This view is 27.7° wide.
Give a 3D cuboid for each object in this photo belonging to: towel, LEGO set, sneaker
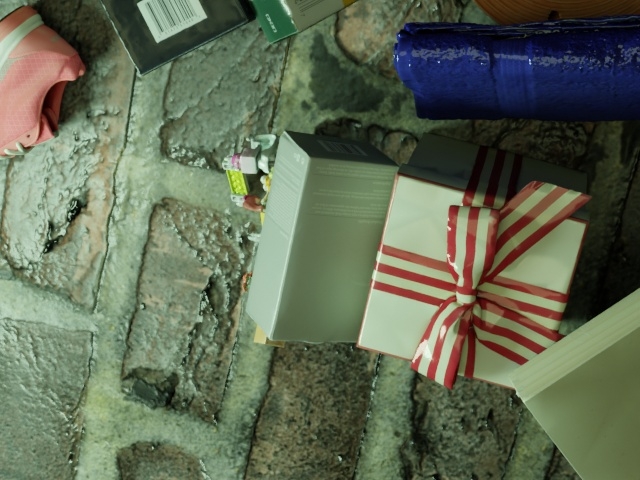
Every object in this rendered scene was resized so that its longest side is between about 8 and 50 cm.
[{"bbox_3d":[0.248,-0.199,1.502,0.308,0.227,0.076,2,80,12],"label":"towel"},{"bbox_3d":[-0.082,-0.009,1.682,0.107,0.132,0.287,9,116,19],"label":"LEGO set"},{"bbox_3d":[-0.421,-0.149,1.709,0.136,0.116,0.314,35,112,-2],"label":"sneaker"}]

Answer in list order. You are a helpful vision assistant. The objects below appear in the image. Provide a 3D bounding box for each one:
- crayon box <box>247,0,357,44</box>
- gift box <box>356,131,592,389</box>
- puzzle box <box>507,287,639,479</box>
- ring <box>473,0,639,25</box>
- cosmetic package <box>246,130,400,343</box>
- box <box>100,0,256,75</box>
[{"bbox_3d":[0.035,-0.386,1.479,0.323,0.083,0.203,-32,102,-25],"label":"crayon box"},{"bbox_3d":[0.207,0.019,1.549,0.276,0.258,0.255,10,110,10],"label":"gift box"},{"bbox_3d":[0.425,0.213,1.545,0.272,0.052,0.409,-34,128,6],"label":"puzzle box"},{"bbox_3d":[0.293,-0.385,1.447,0.337,0.032,0.336,-7,119,-13],"label":"ring"},{"bbox_3d":[0.000,0.000,1.573,0.127,0.107,0.238,6,111,-26],"label":"cosmetic package"},{"bbox_3d":[-0.145,-0.291,1.550,0.153,0.207,0.108,-24,101,18],"label":"box"}]
